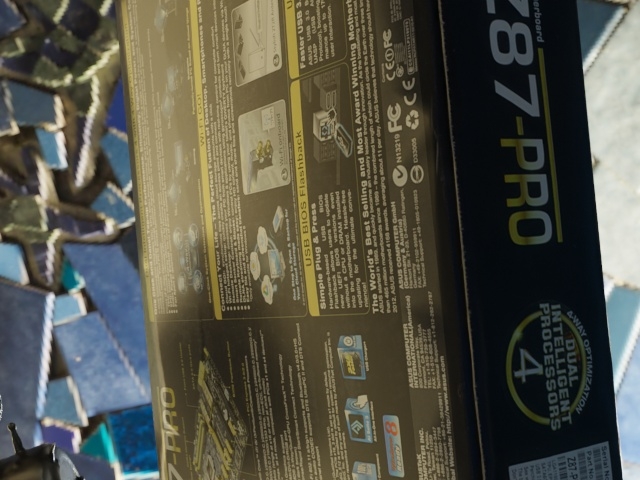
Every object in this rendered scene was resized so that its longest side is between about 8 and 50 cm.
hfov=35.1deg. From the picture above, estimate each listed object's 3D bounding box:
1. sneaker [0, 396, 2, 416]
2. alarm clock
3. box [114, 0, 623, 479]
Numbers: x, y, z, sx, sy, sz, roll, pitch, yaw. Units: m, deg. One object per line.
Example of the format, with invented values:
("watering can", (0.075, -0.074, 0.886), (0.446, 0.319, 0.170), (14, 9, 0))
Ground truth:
("sneaker", (-0.236, 0.081, 0.656), (0.058, 0.084, 0.152), (31, 66, -48))
("alarm clock", (-0.232, 0.262, 0.903), (0.129, 0.064, 0.192), (-123, -163, -61))
("box", (0.000, 0.000, 0.540), (0.097, 0.318, 0.395), (-4, 87, -35))
